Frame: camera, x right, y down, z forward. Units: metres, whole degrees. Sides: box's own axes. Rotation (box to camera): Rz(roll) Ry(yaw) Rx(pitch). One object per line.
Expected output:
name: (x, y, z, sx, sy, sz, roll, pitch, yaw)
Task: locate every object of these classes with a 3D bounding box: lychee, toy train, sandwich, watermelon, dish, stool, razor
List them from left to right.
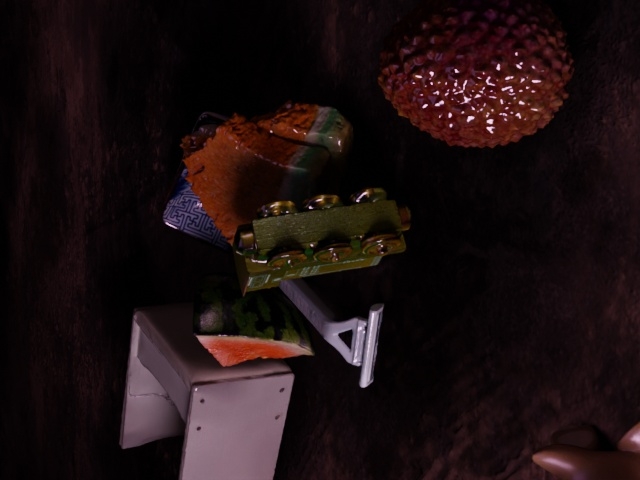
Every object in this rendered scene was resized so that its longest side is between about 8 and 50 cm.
stool: (-0.186, 0.263, 1.884, 0.243, 0.170, 0.270, 43, 129, 50)
dish: (-0.118, -0.090, 1.773, 0.243, 0.182, 0.080, 120, 171, -45)
watermelon: (-0.091, 0.112, 1.715, 0.193, 0.145, 0.137, -71, -29, -66)
sandwich: (-0.075, -0.084, 1.620, 0.292, 0.212, 0.109, -26, 27, 42)
razor: (-0.005, 0.093, 1.666, 0.278, 0.056, 0.111, 35, 125, 53)
toy train: (0.000, 0.000, 1.504, 0.137, 0.225, 0.090, 116, 143, -66)
lychee: (0.153, -0.184, 1.246, 0.188, 0.188, 0.188, 11, 103, 59)

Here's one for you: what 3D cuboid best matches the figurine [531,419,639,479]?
figurine: (0.258, 0.294, 1.126, 0.177, 0.173, 0.247, -30, 68, 57)
